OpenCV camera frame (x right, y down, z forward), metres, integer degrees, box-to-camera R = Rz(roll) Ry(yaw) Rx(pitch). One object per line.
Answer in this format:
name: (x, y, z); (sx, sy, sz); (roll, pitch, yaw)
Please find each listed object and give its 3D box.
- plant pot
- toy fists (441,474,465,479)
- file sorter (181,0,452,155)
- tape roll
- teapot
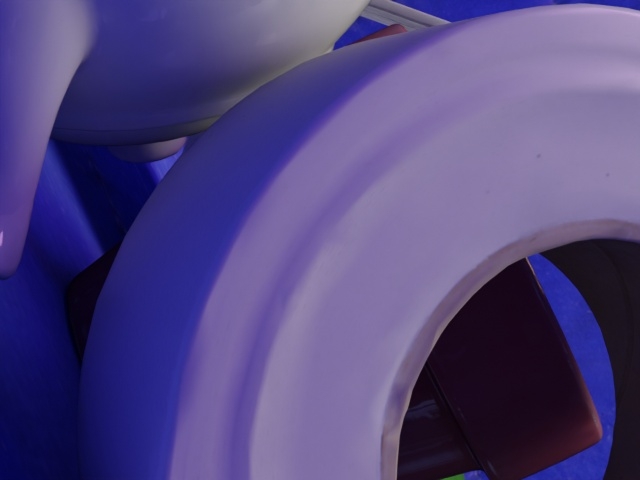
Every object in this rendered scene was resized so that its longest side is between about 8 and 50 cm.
plant pot: (-0.001, 0.034, 0.698); (0.201, 0.180, 0.201); (62, 4, -8)
toy fists: (0.064, 0.166, 0.911); (0.279, 0.096, 0.142); (40, 6, -13)
file sorter: (0.018, -0.046, 0.926); (0.173, 0.192, 0.277); (20, 7, -1)
tape roll: (0.065, 0.067, 0.536); (0.286, 0.286, 0.100); (63, -20, -14)
teapot: (-0.071, -0.122, 0.614); (0.252, 0.256, 0.187); (40, -40, 51)
